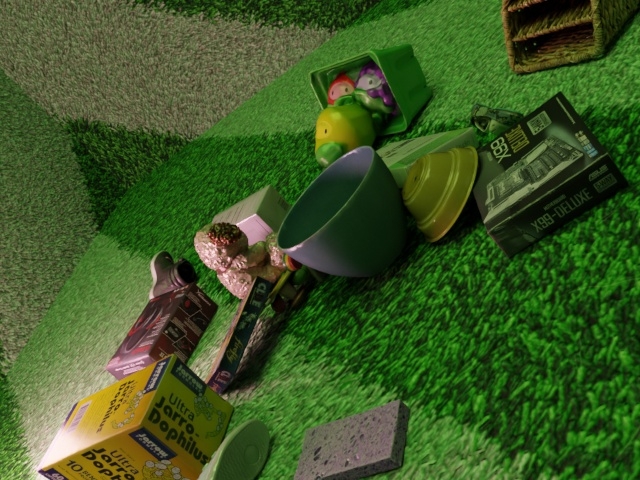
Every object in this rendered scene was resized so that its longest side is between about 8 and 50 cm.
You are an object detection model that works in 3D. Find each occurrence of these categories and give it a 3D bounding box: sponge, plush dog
[{"bbox_3d":[0.050,0.341,1.236,0.210,0.031,0.117,-28,27,33],"label":"sponge"},{"bbox_3d":[-0.224,0.047,1.908,0.210,0.225,0.262,-56,15,-25],"label":"plush dog"}]

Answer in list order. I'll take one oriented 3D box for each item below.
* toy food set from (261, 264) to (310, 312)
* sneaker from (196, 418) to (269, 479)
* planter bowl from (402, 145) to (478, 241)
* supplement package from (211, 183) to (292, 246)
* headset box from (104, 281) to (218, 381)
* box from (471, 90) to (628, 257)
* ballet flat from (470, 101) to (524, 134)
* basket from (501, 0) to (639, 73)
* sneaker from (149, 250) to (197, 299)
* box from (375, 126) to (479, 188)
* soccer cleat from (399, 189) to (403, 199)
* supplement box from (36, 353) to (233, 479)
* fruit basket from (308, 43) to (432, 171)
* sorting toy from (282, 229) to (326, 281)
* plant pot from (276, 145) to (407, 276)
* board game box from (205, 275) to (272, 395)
[{"bbox_3d":[-0.066,0.113,1.795,0.218,0.071,0.128,-57,2,-34],"label":"toy food set"},{"bbox_3d":[-0.204,0.442,1.395,0.151,0.094,0.256,-18,32,51],"label":"sneaker"},{"bbox_3d":[0.230,-0.113,1.551,0.217,0.090,0.217,-157,90,-78],"label":"planter bowl"},{"bbox_3d":[-0.205,-0.033,2.167,0.244,0.139,0.134,-25,30,36],"label":"supplement package"},{"bbox_3d":[-0.439,0.275,2.048,0.218,0.110,0.293,-21,31,41],"label":"headset box"},{"bbox_3d":[0.409,-0.132,1.417,0.242,0.076,0.307,-35,24,21],"label":"box"},{"bbox_3d":[0.401,-0.273,1.715,0.070,0.070,0.188,-43,21,0],"label":"ballet flat"},{"bbox_3d":[0.552,-0.552,1.743,0.223,0.213,0.299,-49,23,-15],"label":"basket"},{"bbox_3d":[-0.468,0.100,2.426,0.147,0.104,0.295,-36,30,13],"label":"sneaker"},{"bbox_3d":[0.191,-0.185,1.804,0.232,0.058,0.322,-31,14,-28],"label":"box"},{"bbox_3d":[0.143,-0.093,1.802,0.196,0.068,0.076,-20,35,37],"label":"soccer cleat"},{"bbox_3d":[-0.396,0.425,1.605,0.356,0.194,0.195,-29,26,30],"label":"supplement box"},{"bbox_3d":[0.092,-0.382,2.177,0.392,0.283,0.392,-24,15,7],"label":"fruit basket"},{"bbox_3d":[0.000,0.000,1.787,0.046,0.132,0.274,-18,32,33],"label":"sorting toy"},{"bbox_3d":[0.074,-0.033,1.622,0.290,0.195,0.290,-41,21,19],"label":"plant pot"},{"bbox_3d":[-0.190,0.220,1.714,0.165,0.042,0.243,-54,12,54],"label":"board game box"}]
